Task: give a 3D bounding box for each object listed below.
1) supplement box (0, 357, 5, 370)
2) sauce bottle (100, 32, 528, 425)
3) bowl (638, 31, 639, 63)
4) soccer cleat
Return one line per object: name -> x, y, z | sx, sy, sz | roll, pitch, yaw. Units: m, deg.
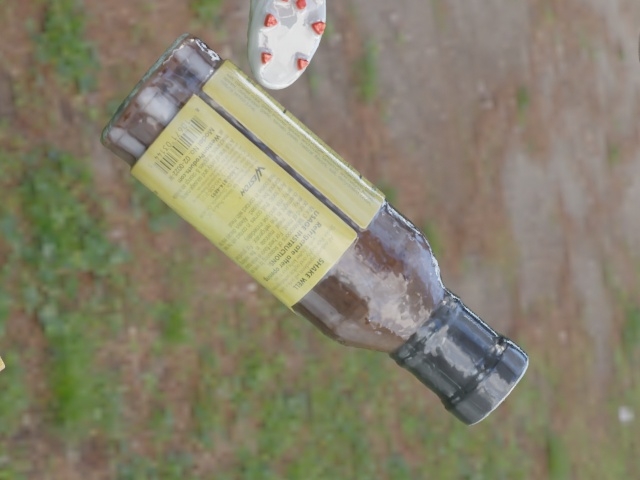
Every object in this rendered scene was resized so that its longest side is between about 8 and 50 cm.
supplement box -> -0.326, 0.039, 1.366 | 0.188, 0.104, 0.081 | 63, 34, -7
sauce bottle -> 0.000, 0.000, 1.367 | 0.344, 0.111, 0.111 | 42, 32, -5
bowl -> 0.330, -0.143, 1.602 | 0.142, 0.142, 0.053 | -62, 175, -68
soccer cleat -> -0.031, -0.228, 1.646 | 0.068, 0.076, 0.196 | 6, 92, -27
